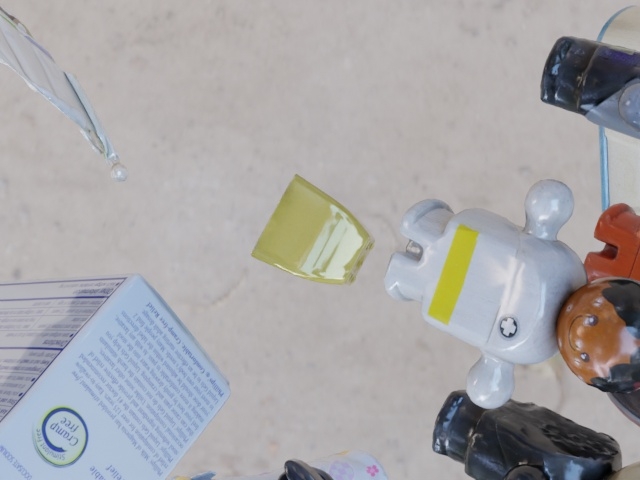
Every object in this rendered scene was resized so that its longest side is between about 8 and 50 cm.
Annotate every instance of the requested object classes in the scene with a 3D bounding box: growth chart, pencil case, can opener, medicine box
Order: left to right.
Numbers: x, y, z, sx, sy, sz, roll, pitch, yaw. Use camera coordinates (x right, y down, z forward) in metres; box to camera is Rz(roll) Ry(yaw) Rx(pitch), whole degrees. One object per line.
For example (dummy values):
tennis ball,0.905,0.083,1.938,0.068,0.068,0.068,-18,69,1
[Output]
medicine box,-0.270,0.177,1.329,0.263,0.289,0.149,-4,131,50
growth chart,-0.255,-0.160,1.292,0.021,0.172,0.237,-40,134,8
pencil case,-0.049,0.313,1.785,0.273,0.124,0.113,-3,125,-33
can opener,0.018,0.303,1.572,0.059,0.073,0.186,-41,74,14

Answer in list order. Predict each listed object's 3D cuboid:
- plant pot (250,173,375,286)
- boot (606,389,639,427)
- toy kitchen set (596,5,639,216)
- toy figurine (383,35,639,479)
plant pot,0.000,0.000,1.354,0.083,0.081,0.081,29,91,9
boot,0.460,0.272,1.989,0.264,0.096,0.280,22,153,7
toy kitchen set,0.307,-0.112,1.236,0.207,0.122,0.166,-10,104,-22
toy figurine,0.151,0.028,0.737,0.148,0.213,0.209,25,148,36
